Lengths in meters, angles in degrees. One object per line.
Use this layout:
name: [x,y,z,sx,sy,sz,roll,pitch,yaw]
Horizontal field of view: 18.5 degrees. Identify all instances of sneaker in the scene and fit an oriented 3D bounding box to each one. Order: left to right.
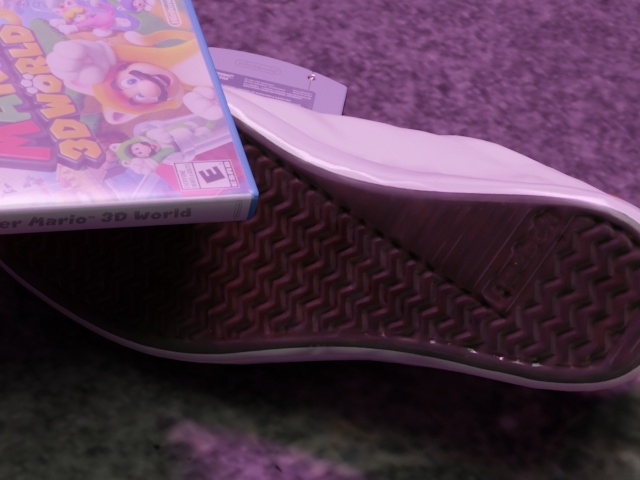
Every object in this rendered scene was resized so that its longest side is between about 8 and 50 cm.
sneaker: [0.000,0.000,0.781,0.290,0.106,0.123,15,7,13]

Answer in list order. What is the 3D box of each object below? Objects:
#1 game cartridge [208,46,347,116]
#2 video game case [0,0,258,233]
game cartridge: [-0.031,-0.061,0.871,0.083,0.017,0.056,14,47,0]
video game case: [-0.116,-0.048,0.692,0.166,0.015,0.119,-4,48,-19]
